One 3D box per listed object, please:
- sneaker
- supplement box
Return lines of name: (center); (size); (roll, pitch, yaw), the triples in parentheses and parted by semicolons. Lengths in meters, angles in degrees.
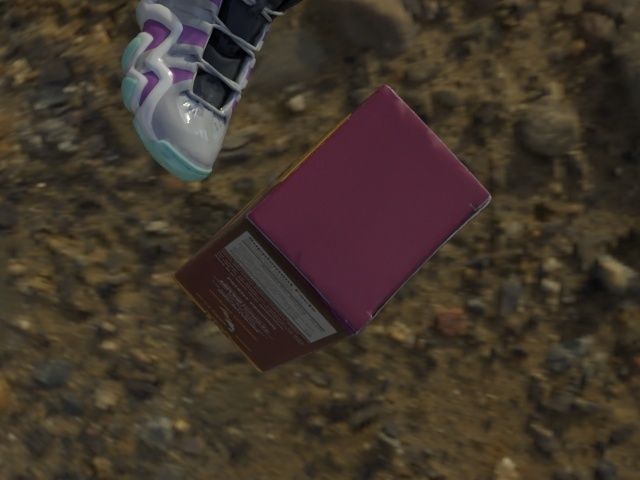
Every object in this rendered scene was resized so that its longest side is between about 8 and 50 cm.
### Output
sneaker: (-0.025, -0.070, 0.539); (0.038, 0.069, 0.098); (29, 47, -42)
supplement box: (0.000, 0.000, 0.937); (0.104, 0.188, 0.081); (-44, 93, -19)
